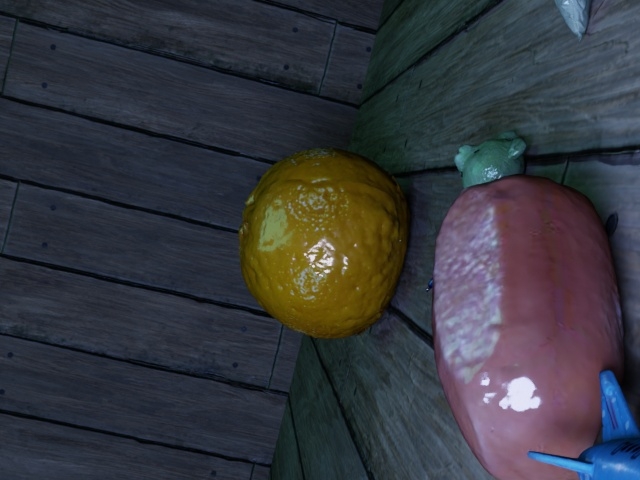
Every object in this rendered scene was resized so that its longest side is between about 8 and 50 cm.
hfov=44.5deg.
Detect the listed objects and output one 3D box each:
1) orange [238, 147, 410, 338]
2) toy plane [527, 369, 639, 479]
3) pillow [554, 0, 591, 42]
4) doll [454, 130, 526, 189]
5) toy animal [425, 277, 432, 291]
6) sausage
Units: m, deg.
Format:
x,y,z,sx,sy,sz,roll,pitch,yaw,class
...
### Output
x,y,z,sx,sy,sz,roll,pitch,yaw,class
0.000,0.000,1.392,0.340,0.293,0.340,-167,90,-85,orange
0.181,0.121,0.363,0.271,0.105,0.254,138,144,-78,toy plane
0.221,-0.314,0.739,0.229,0.050,0.148,52,-139,-49,pillow
0.190,-0.080,0.915,0.150,0.077,0.115,-36,-29,-82,doll
0.175,0.040,0.922,0.217,0.041,0.075,128,157,-65,toy animal
0.156,0.054,0.594,0.148,0.148,0.254,111,169,-50,sausage
